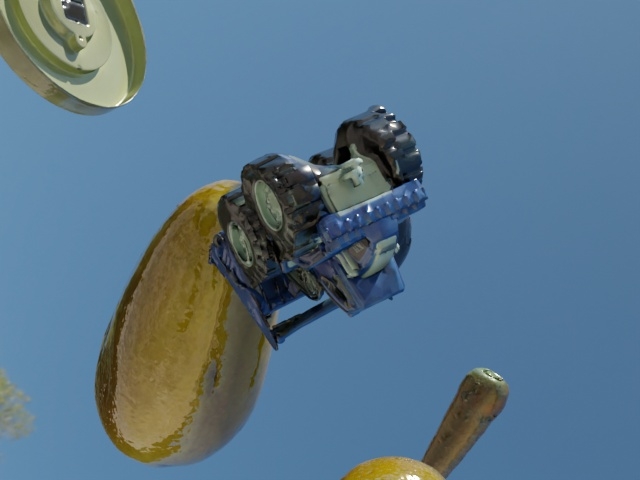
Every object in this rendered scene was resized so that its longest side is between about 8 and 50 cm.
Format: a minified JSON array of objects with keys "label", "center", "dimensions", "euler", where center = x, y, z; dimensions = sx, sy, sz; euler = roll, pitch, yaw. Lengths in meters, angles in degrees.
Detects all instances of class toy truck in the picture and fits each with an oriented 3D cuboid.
[{"label":"toy truck","center":[0.000,0.000,0.677],"dimensions":[0.126,0.113,0.208],"euler":[62,-23,5]}]

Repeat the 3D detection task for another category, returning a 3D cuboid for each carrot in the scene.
[{"label":"carrot","center":[0.197,0.329,1.434],"dimensions":[0.078,0.078,0.298],"euler":[39,-70,31]}]

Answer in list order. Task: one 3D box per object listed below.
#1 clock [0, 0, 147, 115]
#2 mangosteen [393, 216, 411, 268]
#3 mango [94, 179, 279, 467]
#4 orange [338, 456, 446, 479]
[{"label":"clock","center":[-0.273,-0.248,0.992],"dimensions":[0.029,0.235,0.234],"euler":[-19,-97,28]},{"label":"mangosteen","center":[0.037,-0.026,1.603],"dimensions":[0.250,0.211,0.211],"euler":[36,-62,36]},{"label":"mango","center":[-0.158,0.108,1.186],"dimensions":[0.221,0.301,0.445],"euler":[21,-55,-7]},{"label":"orange","center":[0.035,0.156,0.478],"dimensions":[0.085,0.095,0.085],"euler":[-5,-104,20]}]
